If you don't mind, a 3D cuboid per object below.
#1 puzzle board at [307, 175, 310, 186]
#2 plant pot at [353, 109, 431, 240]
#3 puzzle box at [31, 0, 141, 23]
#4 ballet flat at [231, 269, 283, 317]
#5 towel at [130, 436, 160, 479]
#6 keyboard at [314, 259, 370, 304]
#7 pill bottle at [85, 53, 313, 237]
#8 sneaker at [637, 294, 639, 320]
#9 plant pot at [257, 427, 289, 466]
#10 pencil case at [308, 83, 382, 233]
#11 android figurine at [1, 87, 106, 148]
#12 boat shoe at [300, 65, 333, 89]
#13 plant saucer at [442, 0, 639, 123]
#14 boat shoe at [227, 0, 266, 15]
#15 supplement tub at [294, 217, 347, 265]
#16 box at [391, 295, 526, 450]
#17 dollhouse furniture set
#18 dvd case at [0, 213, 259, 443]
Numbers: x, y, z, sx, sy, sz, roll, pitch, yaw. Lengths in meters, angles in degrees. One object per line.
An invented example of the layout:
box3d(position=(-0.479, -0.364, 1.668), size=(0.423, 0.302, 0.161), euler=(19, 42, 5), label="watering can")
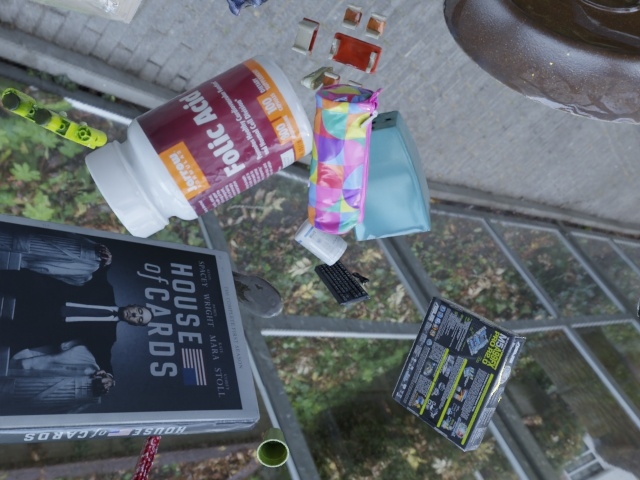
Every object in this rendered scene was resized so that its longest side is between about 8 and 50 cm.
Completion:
box3d(position=(0.025, -0.209, 1.767), size=(0.128, 0.011, 0.096), euler=(1, 154, -9), label="puzzle board")
box3d(position=(0.138, -0.149, 1.118), size=(0.166, 0.165, 0.234), euler=(-8, 121, 16), label="plant pot")
box3d(position=(-0.267, -0.502, 0.693), size=(0.052, 0.272, 0.408), euler=(29, 85, -60), label="puzzle box")
box3d(position=(-0.168, 0.114, 1.162), size=(0.058, 0.250, 0.084), euler=(14, 89, -51), label="ballet flat")
box3d(position=(-0.367, 0.468, 1.062), size=(0.031, 0.274, 0.198), euler=(22, 119, -12), label="towel")
box3d(position=(0.064, 0.099, 1.292), size=(0.108, 0.180, 0.023), euler=(-11, 121, -19), label="keyboard")
box3d(position=(-0.232, -0.180, 1.010), size=(0.392, 0.224, 0.224), euler=(-32, 149, -9), label="pill bottle")
box3d(position=(0.303, 0.031, 0.381), size=(0.078, 0.106, 0.234), euler=(-6, -152, 50), label="sneaker")
box3d(position=(-0.126, 0.545, 1.370), size=(0.084, 0.079, 0.083), euler=(-1, 104, -4), label="plant pot")
box3d(position=(0.033, -0.128, 0.809), size=(0.105, 0.104, 0.236), euler=(-12, 125, -25), label="pencil case")
box3d(position=(-0.673, -0.305, 1.311), size=(0.056, 0.249, 0.273), euler=(-64, 177, 2), label="android figurine")
box3d(position=(-0.007, -0.531, 1.656), size=(0.153, 0.048, 0.056), euler=(-50, 158, -42), label="boat shoe")
box3d(position=(0.288, -0.246, 0.535), size=(0.311, 0.310, 0.050), euler=(-19, 150, -15), label="plant saucer")
box3d(position=(-0.123, -0.559, 0.990), size=(0.127, 0.340, 0.158), euler=(-6, 129, 30), label="boat shoe")
box3d(position=(0.000, 0.000, 1.182), size=(0.107, 0.071, 0.071), euler=(39, 116, -12), label="supplement tub")
box3d(position=(0.301, 0.290, 1.149), size=(0.060, 0.216, 0.269), euler=(15, 98, -45), label="box")
box3d(position=(0.055, -0.587, 1.556), size=(0.259, 0.135, 0.261), euler=(22, 119, 3), label="dollhouse furniture set")
box3d(position=(-0.172, 0.066, 0.406), size=(0.239, 0.179, 0.029), euler=(11, 134, -34), label="dvd case")
